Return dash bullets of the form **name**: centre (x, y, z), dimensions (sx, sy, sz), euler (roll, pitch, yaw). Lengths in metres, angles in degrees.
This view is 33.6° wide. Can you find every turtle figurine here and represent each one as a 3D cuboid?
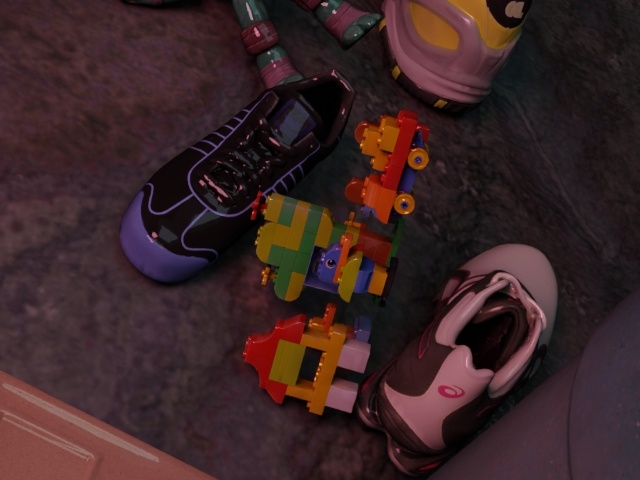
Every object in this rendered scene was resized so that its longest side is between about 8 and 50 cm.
- **turtle figurine**: centre (-0.067, -0.235, 0.867), dimensions (0.234, 0.175, 0.118), euler (50, 25, -6)

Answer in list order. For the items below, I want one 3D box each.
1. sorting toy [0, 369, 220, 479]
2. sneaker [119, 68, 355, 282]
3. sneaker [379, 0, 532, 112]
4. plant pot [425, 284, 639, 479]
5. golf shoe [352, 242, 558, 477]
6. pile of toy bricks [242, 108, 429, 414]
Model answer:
- **sorting toy**: centre (-0.144, 0.184, 0.569), dimensions (0.208, 0.038, 0.193), euler (34, 44, -18)
- **sneaker**: centre (-0.055, -0.059, 0.775), dimensions (0.081, 0.090, 0.232), euler (44, 43, -1)
- **sneaker**: centre (0.126, -0.311, 1.063), dimensions (0.145, 0.147, 0.384), euler (6, 54, -32)
- **plant pot**: centre (0.201, 0.203, 0.591), dimensions (0.341, 0.334, 0.341), euler (20, 48, -23)
- **golf shoe**: centre (0.135, 0.070, 0.802), dimensions (0.105, 0.120, 0.273), euler (44, 42, 2)
- **pile of toy bricks**: centre (0.000, 0.000, 0.730), dimensions (0.105, 0.212, 0.118), euler (16, 18, 0)
